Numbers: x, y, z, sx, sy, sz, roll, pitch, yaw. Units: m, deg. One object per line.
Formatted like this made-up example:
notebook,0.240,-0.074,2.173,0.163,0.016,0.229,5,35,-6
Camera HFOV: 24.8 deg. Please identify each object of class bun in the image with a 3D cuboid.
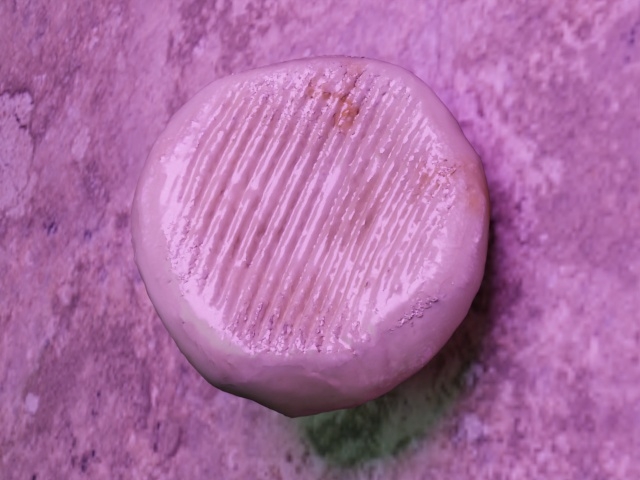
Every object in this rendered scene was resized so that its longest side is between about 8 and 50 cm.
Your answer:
bun,0.000,0.000,0.717,0.183,0.102,0.183,-4,68,9
